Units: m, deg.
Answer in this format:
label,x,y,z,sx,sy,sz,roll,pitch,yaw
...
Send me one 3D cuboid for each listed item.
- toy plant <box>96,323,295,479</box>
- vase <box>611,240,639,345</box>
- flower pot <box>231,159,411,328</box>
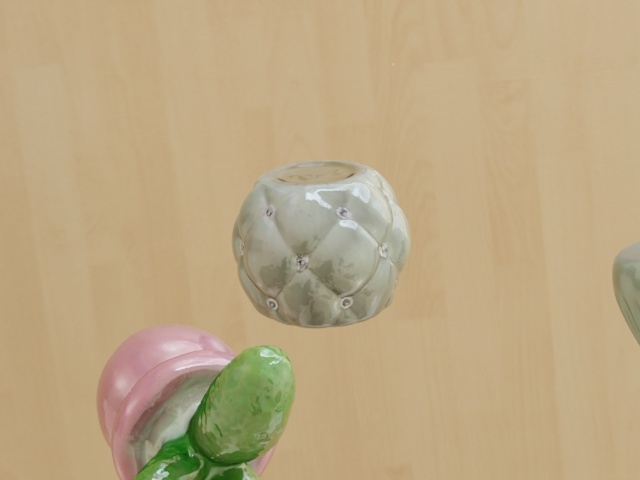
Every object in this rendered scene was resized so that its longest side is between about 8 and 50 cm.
label,x,y,z,sx,sy,sz,roll,pitch,yaw
toy plant,-0.138,0.214,1.285,0.211,0.356,0.317,-6,110,-19
vase,0.509,0.121,1.582,0.128,0.128,0.248,-21,101,7
flower pot,0.000,0.000,1.489,0.246,0.246,0.195,-2,106,4
